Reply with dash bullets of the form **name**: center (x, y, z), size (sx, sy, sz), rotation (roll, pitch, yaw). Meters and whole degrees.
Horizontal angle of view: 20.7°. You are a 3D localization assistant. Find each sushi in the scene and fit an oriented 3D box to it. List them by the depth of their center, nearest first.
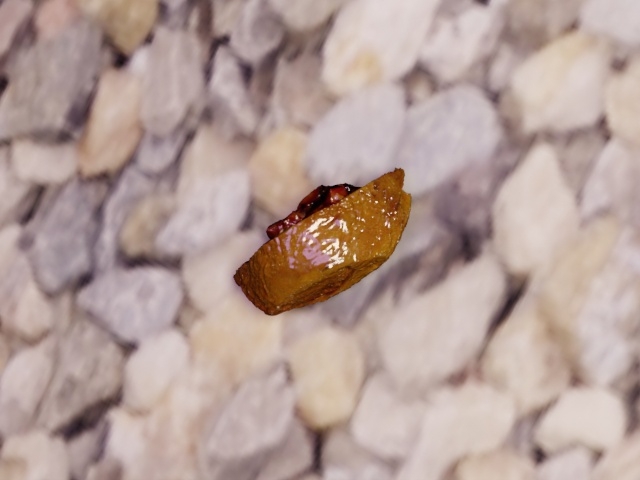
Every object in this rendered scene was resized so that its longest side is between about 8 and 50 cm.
- **sushi**: center (0.000, 0.000, 0.827), size (0.099, 0.050, 0.047), rotation (-26, 72, 8)
